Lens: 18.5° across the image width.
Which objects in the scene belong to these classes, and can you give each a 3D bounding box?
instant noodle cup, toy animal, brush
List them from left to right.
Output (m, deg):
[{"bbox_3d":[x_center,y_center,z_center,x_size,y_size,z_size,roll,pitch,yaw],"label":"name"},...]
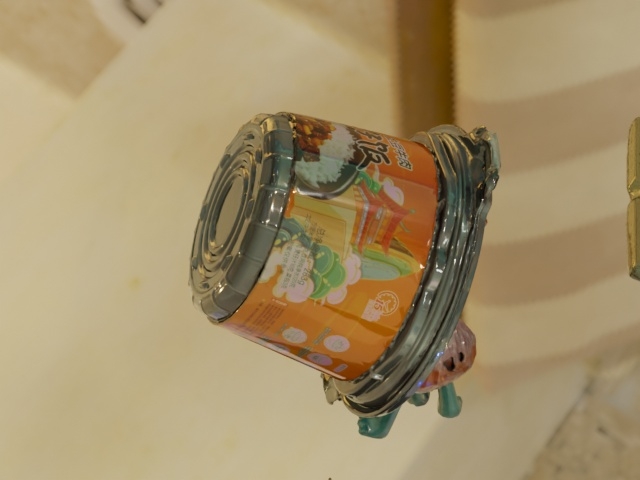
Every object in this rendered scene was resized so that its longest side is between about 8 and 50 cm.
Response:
[{"bbox_3d":[0.000,0.000,1.138,0.125,0.208,0.177,19,-156,-18],"label":"instant noodle cup"},{"bbox_3d":[0.056,0.034,1.300,0.103,0.100,0.208,5,119,7],"label":"toy animal"},{"bbox_3d":[0.241,-0.026,1.354,0.048,0.282,0.054,-40,102,23],"label":"brush"}]

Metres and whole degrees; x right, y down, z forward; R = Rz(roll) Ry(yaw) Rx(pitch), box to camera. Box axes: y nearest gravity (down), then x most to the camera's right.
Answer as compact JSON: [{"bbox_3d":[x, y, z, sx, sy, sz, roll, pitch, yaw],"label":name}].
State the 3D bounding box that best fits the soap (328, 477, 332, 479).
[{"bbox_3d":[0.030,0.332,1.245,0.204,0.096,0.324,-36,61,38],"label":"soap"}]
